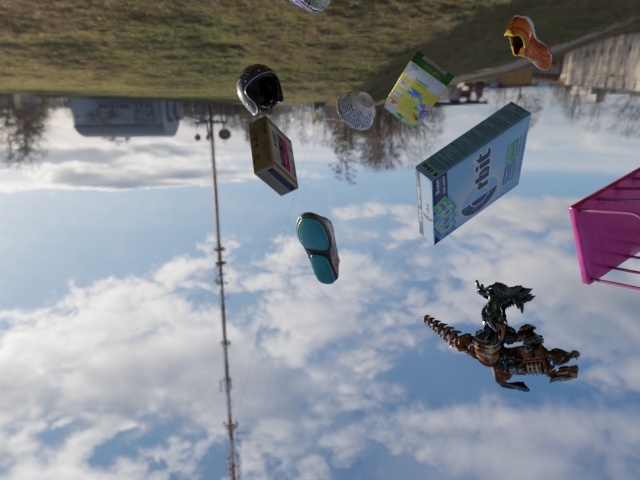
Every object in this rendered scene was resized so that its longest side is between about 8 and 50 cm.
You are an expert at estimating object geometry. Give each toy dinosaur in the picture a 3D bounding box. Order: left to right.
[{"bbox_3d":[0.393,0.207,1.111,0.321,0.219,0.164,13,174,5],"label":"toy dinosaur"}]

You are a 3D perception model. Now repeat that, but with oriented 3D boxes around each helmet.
[{"bbox_3d":[-0.222,-0.547,1.811,0.169,0.162,0.169,-22,-163,7],"label":"helmet"}]

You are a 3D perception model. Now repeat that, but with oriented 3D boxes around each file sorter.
[{"bbox_3d":[0.764,-0.033,1.167,0.290,0.202,0.182,-25,-163,-20],"label":"file sorter"}]

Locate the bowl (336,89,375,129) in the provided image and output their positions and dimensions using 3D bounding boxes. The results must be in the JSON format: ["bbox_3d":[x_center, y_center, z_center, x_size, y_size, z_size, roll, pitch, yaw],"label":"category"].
[{"bbox_3d":[0.152,-0.516,1.935,0.170,0.170,0.080,-13,165,-34],"label":"bowl"}]

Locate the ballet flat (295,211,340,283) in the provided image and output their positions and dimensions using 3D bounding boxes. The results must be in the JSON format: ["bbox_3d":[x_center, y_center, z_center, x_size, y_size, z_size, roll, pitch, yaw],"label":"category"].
[{"bbox_3d":[0.000,0.000,1.476,0.107,0.316,0.106,9,-127,16],"label":"ballet flat"}]

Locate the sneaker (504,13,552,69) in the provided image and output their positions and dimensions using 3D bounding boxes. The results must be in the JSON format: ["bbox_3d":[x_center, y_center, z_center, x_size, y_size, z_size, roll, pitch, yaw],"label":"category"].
[{"bbox_3d":[0.472,-0.441,1.158,0.175,0.067,0.064,28,-174,-35],"label":"sneaker"}]

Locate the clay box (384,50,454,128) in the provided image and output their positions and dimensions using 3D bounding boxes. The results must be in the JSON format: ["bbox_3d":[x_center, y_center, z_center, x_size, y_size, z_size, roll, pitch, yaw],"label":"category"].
[{"bbox_3d":[0.280,-0.431,1.474,0.127,0.222,0.053,36,-114,0],"label":"clay box"}]

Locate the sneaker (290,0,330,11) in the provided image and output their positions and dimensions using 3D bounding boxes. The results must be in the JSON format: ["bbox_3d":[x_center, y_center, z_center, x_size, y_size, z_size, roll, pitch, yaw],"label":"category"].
[{"bbox_3d":[-0.104,-0.871,1.700,0.293,0.102,0.146,38,-177,-16],"label":"sneaker"}]

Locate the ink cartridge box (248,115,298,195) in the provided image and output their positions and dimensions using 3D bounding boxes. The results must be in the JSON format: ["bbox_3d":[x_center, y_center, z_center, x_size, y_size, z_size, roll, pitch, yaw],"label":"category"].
[{"bbox_3d":[-0.175,-0.315,1.890,0.088,0.235,0.193,-21,152,21],"label":"ink cartridge box"}]

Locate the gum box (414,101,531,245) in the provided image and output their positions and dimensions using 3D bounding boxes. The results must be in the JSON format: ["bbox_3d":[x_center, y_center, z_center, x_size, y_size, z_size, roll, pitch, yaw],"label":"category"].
[{"bbox_3d":[0.229,-0.097,0.768,0.184,0.157,0.041,-33,-125,-11],"label":"gum box"}]
